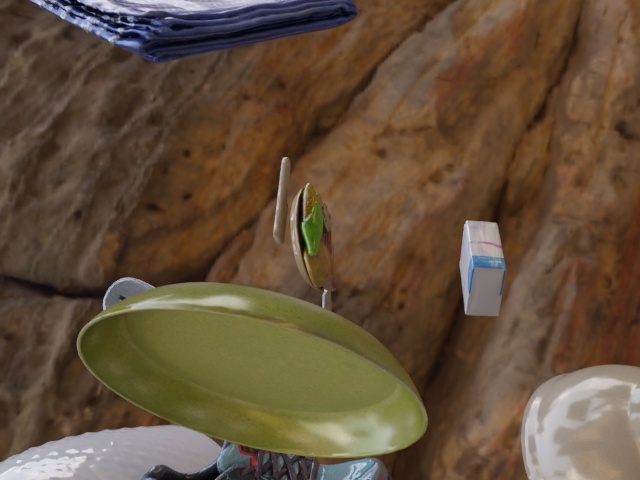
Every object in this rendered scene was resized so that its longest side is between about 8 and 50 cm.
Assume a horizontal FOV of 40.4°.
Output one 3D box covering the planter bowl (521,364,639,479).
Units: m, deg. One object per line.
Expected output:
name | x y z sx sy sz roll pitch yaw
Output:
planter bowl | 0.265 0.171 0.722 0.109 0.162 0.162 -42 23 49

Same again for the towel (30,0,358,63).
towel | -0.160 -0.247 0.803 0.243 0.336 0.040 -22 -48 -42

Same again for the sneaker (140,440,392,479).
sneaker | -0.059 0.248 0.867 0.104 0.262 0.125 -143 40 -81

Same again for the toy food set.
toy food set | 0.000 0.000 1.007 0.192 0.039 0.132 61 -154 -51

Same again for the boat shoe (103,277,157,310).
boat shoe | -0.134 0.109 0.948 0.083 0.226 0.076 -54 -26 -7

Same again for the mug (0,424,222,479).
mug | -0.320 0.357 1.059 0.328 0.374 0.276 12 -86 -58

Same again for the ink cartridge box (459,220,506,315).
ink cartridge box | 0.239 0.040 1.293 0.122 0.052 0.088 -86 -2 -55

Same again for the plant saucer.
plant saucer | -0.044 0.090 0.597 0.241 0.241 0.037 93 -170 -59
